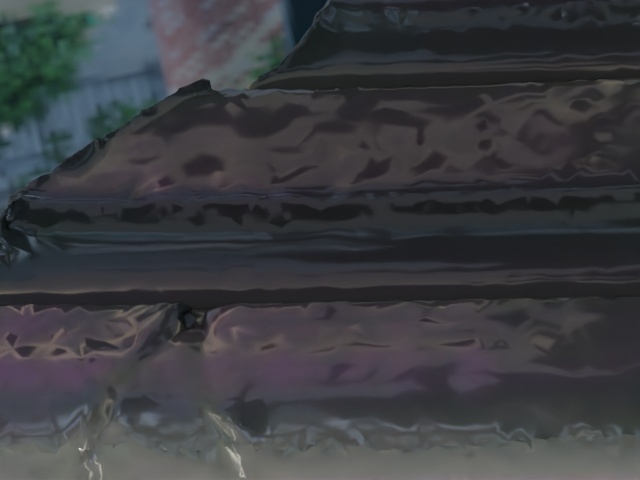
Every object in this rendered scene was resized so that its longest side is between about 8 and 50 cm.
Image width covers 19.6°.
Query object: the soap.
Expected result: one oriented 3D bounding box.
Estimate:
[{"bbox_3d":[0.000,0.000,0.550,0.302,0.258,0.159,-1,140,7],"label":"soap"}]
